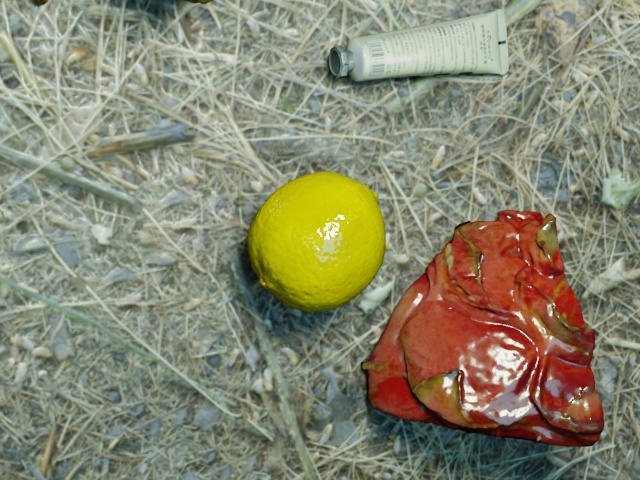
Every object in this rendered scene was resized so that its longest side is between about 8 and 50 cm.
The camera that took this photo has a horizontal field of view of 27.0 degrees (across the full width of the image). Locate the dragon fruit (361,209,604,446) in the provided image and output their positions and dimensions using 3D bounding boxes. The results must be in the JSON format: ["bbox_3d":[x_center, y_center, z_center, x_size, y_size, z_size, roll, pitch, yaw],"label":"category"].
[{"bbox_3d":[0.241,0.119,1.850,0.286,0.228,0.329,8,97,-20],"label":"dragon fruit"}]

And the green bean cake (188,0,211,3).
[{"bbox_3d":[-0.137,-0.411,1.624,0.124,0.233,0.236,31,88,-28],"label":"green bean cake"}]

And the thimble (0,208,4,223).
[{"bbox_3d":[-0.447,-0.048,1.641,0.062,0.084,0.110,-45,113,-8],"label":"thimble"}]

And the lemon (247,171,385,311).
[{"bbox_3d":[0.000,0.000,1.769,0.203,0.178,0.178,-38,109,-13],"label":"lemon"}]

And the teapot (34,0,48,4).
[{"bbox_3d":[-0.355,-0.340,1.636,0.085,0.080,0.110,-12,119,11],"label":"teapot"}]

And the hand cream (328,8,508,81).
[{"bbox_3d":[0.143,-0.262,1.847,0.276,0.059,0.095,-10,101,-24],"label":"hand cream"}]
